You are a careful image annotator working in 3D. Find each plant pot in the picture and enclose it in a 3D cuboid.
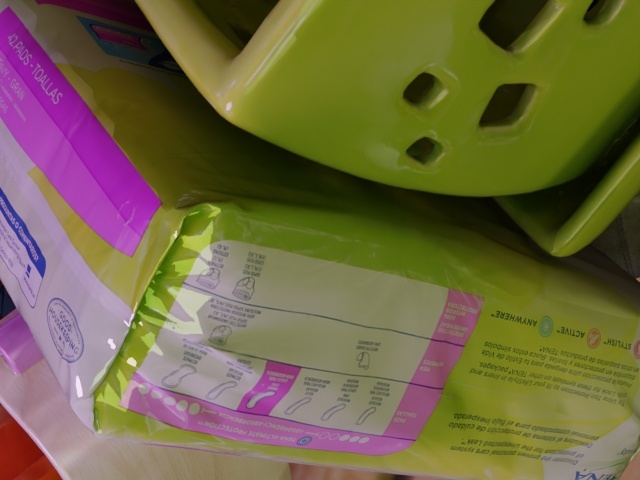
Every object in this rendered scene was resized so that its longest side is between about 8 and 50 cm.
[{"bbox_3d":[0.066,-0.140,0.539,0.207,0.227,0.228,28,107,-35],"label":"plant pot"}]

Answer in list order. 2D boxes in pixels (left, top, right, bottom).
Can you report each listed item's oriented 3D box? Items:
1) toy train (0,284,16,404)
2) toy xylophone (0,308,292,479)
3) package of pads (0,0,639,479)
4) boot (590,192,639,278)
[{"bbox_3d":[-0.204,0.057,0.722,0.184,0.105,0.080,31,105,-23],"label":"toy train"},{"bbox_3d":[-0.105,0.150,0.710,0.236,0.081,0.323,-33,143,-31],"label":"toy xylophone"},{"bbox_3d":[0.000,0.000,0.580,0.296,0.229,0.101,14,112,-39],"label":"package of pads"},{"bbox_3d":[0.207,-0.116,0.653,0.222,0.118,0.338,-6,119,5],"label":"boot"}]
